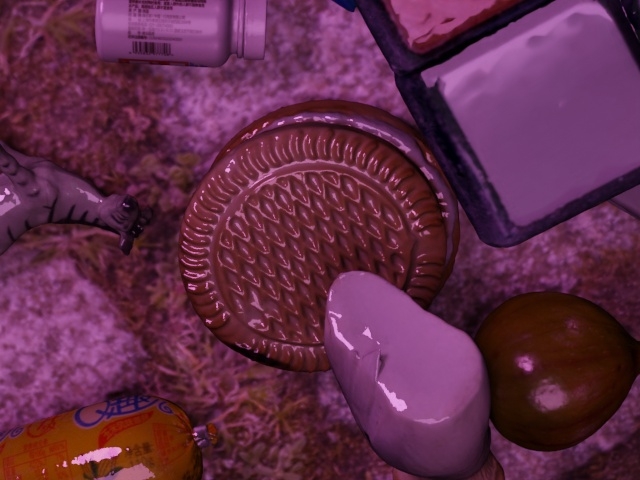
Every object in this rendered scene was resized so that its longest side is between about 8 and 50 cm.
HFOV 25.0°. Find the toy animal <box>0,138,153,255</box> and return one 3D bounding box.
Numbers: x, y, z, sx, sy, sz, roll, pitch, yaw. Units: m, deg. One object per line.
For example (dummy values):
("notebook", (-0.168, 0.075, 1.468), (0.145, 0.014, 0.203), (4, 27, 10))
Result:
("toy animal", (-0.274, -0.024, 1.280), (0.217, 0.073, 0.176), (-29, 127, 15))

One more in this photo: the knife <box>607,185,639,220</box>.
("knife", (0.299, -0.052, 1.301), (0.265, 0.040, 0.073), (31, 98, -14))

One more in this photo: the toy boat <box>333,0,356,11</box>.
("toy boat", (-0.055, -0.299, 1.133), (0.088, 0.129, 0.295), (-37, 111, 3))

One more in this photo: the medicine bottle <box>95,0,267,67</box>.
("medicine bottle", (-0.115, -0.185, 1.206), (0.140, 0.079, 0.079), (2, 114, -4))

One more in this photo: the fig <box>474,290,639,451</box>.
("fig", (0.236, 0.123, 1.321), (0.186, 0.142, 0.148), (-4, 142, 13))

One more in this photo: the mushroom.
("mushroom", (0.093, 0.153, 1.288), (0.122, 0.159, 0.329), (-21, 149, 1))

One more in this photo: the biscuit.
("biscuit", (0.000, 0.000, 1.292), (0.259, 0.079, 0.259), (-1, 115, -2))

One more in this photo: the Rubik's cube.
("Rubik's cube", (0.183, -0.235, 1.066), (0.313, 0.318, 0.316), (-26, 111, 11))

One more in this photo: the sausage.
("sausage", (-0.261, 0.232, 1.363), (0.347, 0.123, 0.123), (-18, 113, 6))
